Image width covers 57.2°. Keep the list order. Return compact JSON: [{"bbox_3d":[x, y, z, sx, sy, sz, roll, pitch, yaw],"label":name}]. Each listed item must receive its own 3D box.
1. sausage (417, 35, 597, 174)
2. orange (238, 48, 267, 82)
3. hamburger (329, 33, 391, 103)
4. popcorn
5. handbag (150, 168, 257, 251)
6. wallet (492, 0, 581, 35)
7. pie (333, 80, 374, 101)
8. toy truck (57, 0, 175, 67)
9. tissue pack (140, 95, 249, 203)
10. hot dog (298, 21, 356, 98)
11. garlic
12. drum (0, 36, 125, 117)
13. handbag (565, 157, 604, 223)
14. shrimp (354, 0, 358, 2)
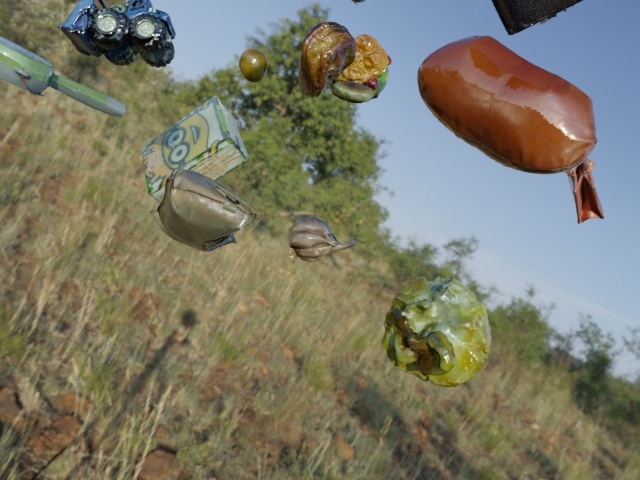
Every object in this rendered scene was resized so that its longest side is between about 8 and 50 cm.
[{"bbox_3d":[0.238,-0.175,0.772,0.258,0.133,0.133,42,5,27],"label":"sausage"},{"bbox_3d":[-0.196,-0.511,1.720,0.085,0.095,0.085,-3,7,0],"label":"orange"},{"bbox_3d":[0.125,-0.590,1.968,0.237,0.237,0.149,33,-18,22],"label":"hamburger"},{"bbox_3d":[0.196,0.157,0.994,0.198,0.198,0.212,33,22,14],"label":"popcorn"},{"bbox_3d":[-0.215,-0.046,1.078,0.182,0.117,0.270,21,-17,-16],"label":"handbag"},{"bbox_3d":[0.434,-0.543,1.105,0.221,0.262,0.071,59,38,-16],"label":"wallet"},{"bbox_3d":[0.061,-0.280,1.093,0.084,0.020,0.084,12,28,-7],"label":"pie"},{"bbox_3d":[-0.403,-0.431,1.182,0.208,0.126,0.113,3,-7,-3],"label":"toy truck"},{"bbox_3d":[-0.392,-0.267,1.805,0.128,0.311,0.228,48,14,-49],"label":"tissue pack"},{"bbox_3d":[0.008,-0.515,1.713,0.122,0.196,0.272,43,-13,5],"label":"hot dog"},{"bbox_3d":[0.000,0.000,1.595,0.194,0.127,0.131,5,25,30],"label":"garlic"},{"bbox_3d":[-0.442,-0.264,0.950,0.130,0.049,0.253,33,8,20],"label":"drum"},{"bbox_3d":[0.530,-0.156,1.208,0.059,0.212,0.157,-14,-34,24],"label":"handbag"},{"bbox_3d":[0.101,-0.723,1.523,0.110,0.221,0.445,3,13,0],"label":"shrimp"}]
